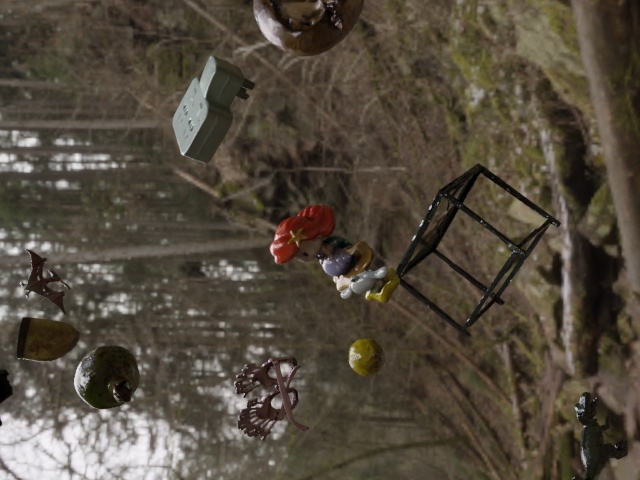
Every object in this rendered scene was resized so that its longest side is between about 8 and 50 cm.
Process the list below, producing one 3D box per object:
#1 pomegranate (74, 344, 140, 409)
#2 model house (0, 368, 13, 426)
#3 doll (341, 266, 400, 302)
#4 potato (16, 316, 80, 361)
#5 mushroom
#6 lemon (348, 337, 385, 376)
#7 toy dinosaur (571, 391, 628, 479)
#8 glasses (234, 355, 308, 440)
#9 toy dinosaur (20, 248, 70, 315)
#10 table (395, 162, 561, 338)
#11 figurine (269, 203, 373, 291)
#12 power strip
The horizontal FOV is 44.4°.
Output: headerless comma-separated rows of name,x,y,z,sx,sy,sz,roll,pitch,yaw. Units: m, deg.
pomegranate,-0.587,0.398,2.181,0.210,0.179,0.179,-117,19,-47
model house,-0.892,0.365,1.875,0.204,0.243,0.212,-34,-58,-59
doll,0.104,0.100,1.699,0.113,0.135,0.072,41,-145,-56
potato,-0.501,0.191,1.451,0.096,0.103,0.067,110,160,-52
mushroom,-0.013,-0.518,1.712,0.195,0.263,0.283,56,168,-31
lemon,0.099,0.251,1.687,0.111,0.082,0.082,95,178,-77
toy dinosaur,0.529,0.411,1.598,0.087,0.178,0.187,-55,40,48
glasses,-0.116,0.377,1.814,0.095,0.162,0.256,-127,28,-53
toy dinosaur,-0.746,0.115,2.115,0.220,0.108,0.032,59,155,9
table,0.410,0.030,2.103,0.222,0.272,0.335,-32,-26,-44
figurine,-0.006,0.005,2.131,0.208,0.257,0.181,-58,27,1
power strip,-0.296,-0.371,2.200,0.261,0.141,0.229,-56,35,23
